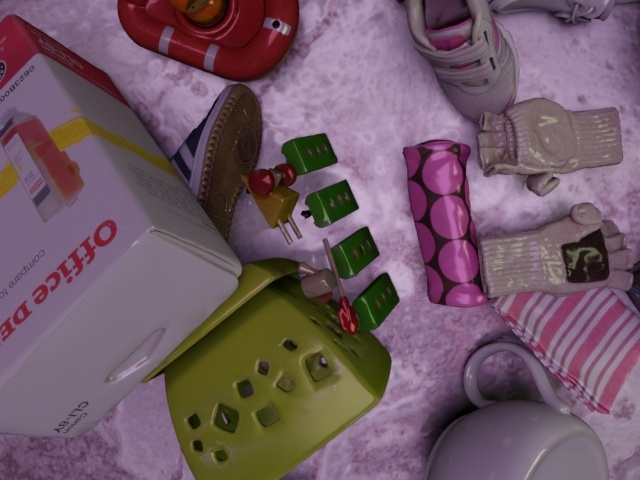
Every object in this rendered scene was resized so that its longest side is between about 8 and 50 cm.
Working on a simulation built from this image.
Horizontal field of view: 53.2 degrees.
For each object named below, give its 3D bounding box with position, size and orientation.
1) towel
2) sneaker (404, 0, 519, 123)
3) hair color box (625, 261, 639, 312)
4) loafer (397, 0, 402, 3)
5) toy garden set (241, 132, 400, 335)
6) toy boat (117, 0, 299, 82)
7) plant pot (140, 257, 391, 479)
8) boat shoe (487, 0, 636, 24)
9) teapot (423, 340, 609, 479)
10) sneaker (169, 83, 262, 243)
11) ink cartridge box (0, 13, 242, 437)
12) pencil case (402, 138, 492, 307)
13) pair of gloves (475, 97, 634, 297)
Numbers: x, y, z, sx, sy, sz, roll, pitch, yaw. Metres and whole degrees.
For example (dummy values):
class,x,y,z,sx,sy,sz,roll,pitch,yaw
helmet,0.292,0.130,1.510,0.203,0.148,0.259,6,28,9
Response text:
class,x,y,z,sx,sy,sz,roll,pitch,yaw
towel,0.320,0.099,0.797,0.197,0.029,0.144,45,66,-2
sneaker,0.154,-0.230,0.729,0.103,0.111,0.252,-13,126,31
hair color box,0.543,-0.002,0.728,0.347,0.174,0.105,-36,92,7
loafer,0.181,-0.339,0.773,0.220,0.080,0.078,-9,100,15
toy garden set,0.000,0.000,0.762,0.049,0.204,0.244,-23,94,25
toy boat,-0.140,-0.286,0.759,0.231,0.151,0.151,21,96,2
plant pot,-0.066,0.147,0.773,0.227,0.228,0.207,-39,85,8
boat shoe,0.319,-0.300,0.752,0.258,0.095,0.084,-13,91,7
teapot,0.215,0.298,0.786,0.256,0.187,0.253,-37,117,-28
sneaker,-0.179,-0.071,0.814,0.153,0.099,0.282,8,76,30
ink cartridge box,-0.307,-0.021,0.712,0.279,0.160,0.385,-44,60,7
pencil case,0.162,-0.023,0.800,0.095,0.098,0.209,-3,99,50
pair of gloves,0.284,-0.052,0.767,0.204,0.042,0.240,0,88,-16
